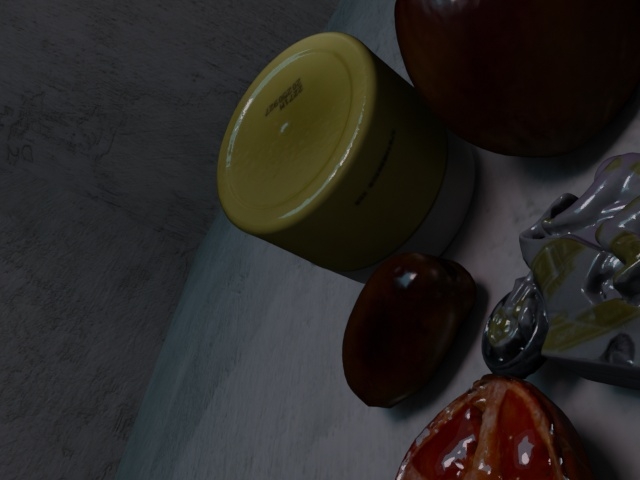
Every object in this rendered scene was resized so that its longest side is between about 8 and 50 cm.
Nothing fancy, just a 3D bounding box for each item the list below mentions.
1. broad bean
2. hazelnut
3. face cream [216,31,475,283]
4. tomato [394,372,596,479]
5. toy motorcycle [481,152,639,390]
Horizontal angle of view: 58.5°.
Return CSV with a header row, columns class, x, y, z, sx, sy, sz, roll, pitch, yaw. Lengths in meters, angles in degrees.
class,x,y,z,sx,sy,sz,roll,pitch,yaw
broad bean,0.072,0.083,0.523,0.114,0.084,0.165,-104,36,-63
hazelnut,0.163,-0.163,0.465,0.208,0.208,0.208,-56,17,27
face cream,0.025,-0.080,0.610,0.218,0.179,0.218,-21,57,37
tomato,0.101,0.163,0.322,0.155,0.069,0.155,-51,16,20
toy motorcycle,0.177,0.008,0.320,0.152,0.073,0.225,-67,15,-20
